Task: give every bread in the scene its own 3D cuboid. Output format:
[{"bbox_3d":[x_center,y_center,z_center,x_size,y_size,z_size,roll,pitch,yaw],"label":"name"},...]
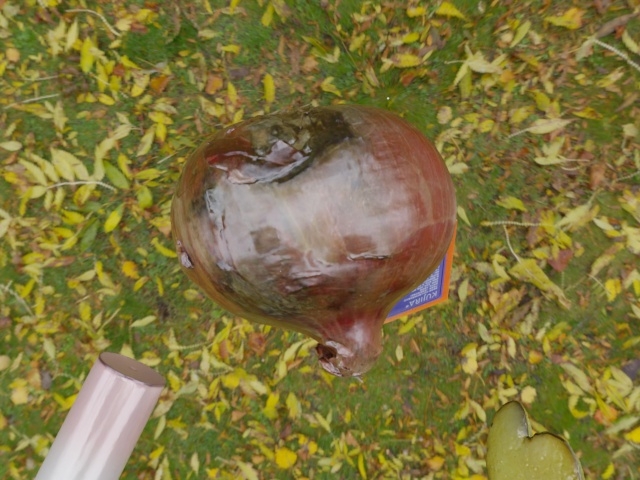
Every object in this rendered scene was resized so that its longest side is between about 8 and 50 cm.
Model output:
[{"bbox_3d":[0.312,0.320,0.907,0.065,0.187,0.149,19,135,-28],"label":"bread"}]

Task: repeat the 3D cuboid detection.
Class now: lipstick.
[{"bbox_3d":[-0.292,0.295,0.732,0.087,0.087,0.326,26,87,0],"label":"lipstick"}]

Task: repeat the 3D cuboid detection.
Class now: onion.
[{"bbox_3d":[-0.015,-0.027,0.785,0.354,0.353,0.353,1,103,6],"label":"onion"}]

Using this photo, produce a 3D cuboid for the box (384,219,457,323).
[{"bbox_3d":[0.086,0.025,1.504,0.349,0.318,0.256,-18,127,-22],"label":"box"}]
